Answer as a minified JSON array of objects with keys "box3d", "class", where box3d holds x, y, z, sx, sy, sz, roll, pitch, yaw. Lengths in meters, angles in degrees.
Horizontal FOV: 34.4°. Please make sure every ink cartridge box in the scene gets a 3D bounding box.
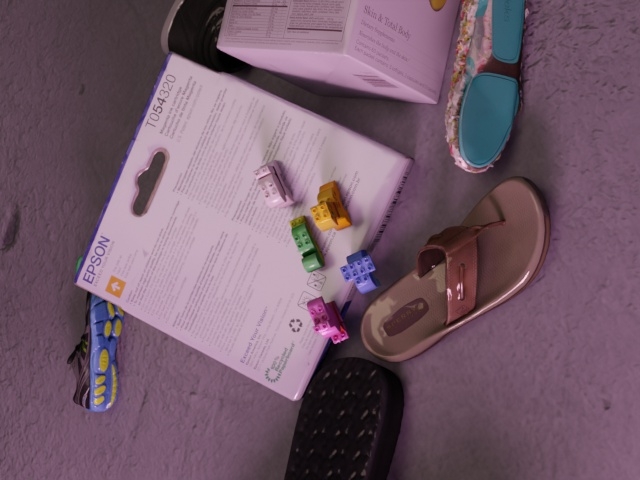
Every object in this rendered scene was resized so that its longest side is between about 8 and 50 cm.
[{"box3d":[-0.098,-0.021,1.274,0.330,0.071,0.324,27,98,14],"class":"ink cartridge box"}]

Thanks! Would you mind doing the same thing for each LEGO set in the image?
[{"box3d":[0.000,0.000,1.167,0.087,0.093,0.227,-25,85,13],"class":"LEGO set"}]

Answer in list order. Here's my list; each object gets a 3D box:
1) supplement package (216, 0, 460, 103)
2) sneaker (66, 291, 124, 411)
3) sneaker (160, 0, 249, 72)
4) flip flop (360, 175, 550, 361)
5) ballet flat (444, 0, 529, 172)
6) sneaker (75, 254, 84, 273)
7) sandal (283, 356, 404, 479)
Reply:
[{"box3d":[0.038,-0.320,1.225,0.198,0.199,0.263,11,87,38],"class":"supplement package"},{"box3d":[-0.331,0.151,1.490,0.078,0.067,0.188,-1,83,31],"class":"sneaker"},{"box3d":[-0.107,-0.362,1.412,0.147,0.104,0.296,33,107,35],"class":"sneaker"},{"box3d":[0.140,0.038,1.148,0.277,0.080,0.112,-40,59,24],"class":"flip flop"},{"box3d":[0.185,-0.190,1.176,0.077,0.091,0.241,-4,71,68],"class":"ballet flat"},{"box3d":[-0.207,0.031,1.384,0.295,0.123,0.110,-16,71,30],"class":"sneaker"},{"box3d":[0.012,0.358,1.175,0.167,0.107,0.446,7,71,44],"class":"sandal"}]
